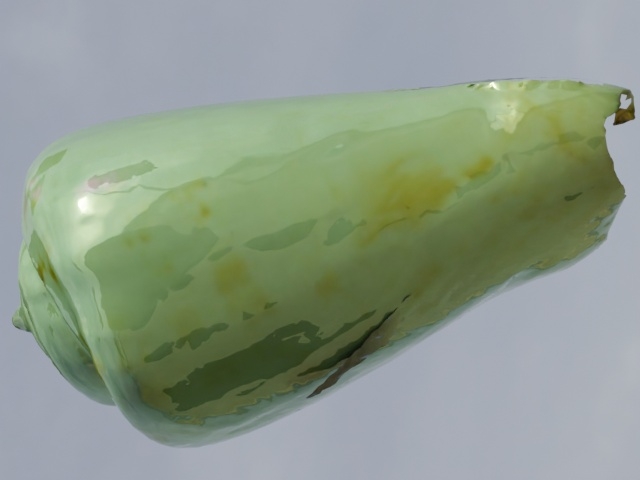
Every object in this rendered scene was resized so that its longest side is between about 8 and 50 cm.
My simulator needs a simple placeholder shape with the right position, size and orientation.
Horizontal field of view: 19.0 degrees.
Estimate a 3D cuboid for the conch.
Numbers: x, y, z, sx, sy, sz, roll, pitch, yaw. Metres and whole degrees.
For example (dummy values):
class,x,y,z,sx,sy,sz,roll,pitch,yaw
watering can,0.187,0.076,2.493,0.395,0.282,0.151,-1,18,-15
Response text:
class,x,y,z,sx,sy,sz,roll,pitch,yaw
conch,-0.004,0.003,0.772,0.137,0.250,0.143,-111,8,-57
